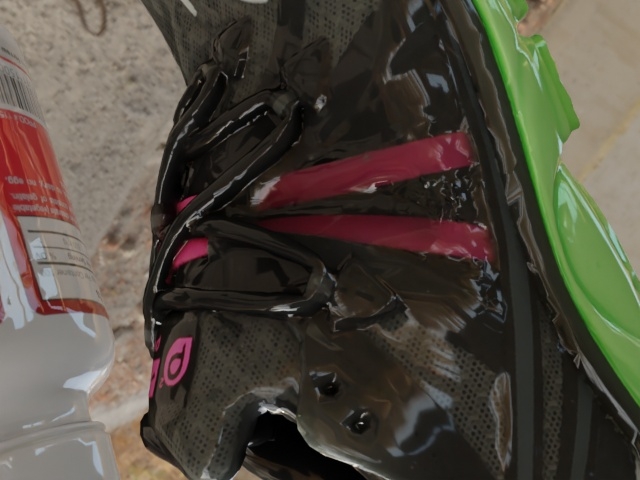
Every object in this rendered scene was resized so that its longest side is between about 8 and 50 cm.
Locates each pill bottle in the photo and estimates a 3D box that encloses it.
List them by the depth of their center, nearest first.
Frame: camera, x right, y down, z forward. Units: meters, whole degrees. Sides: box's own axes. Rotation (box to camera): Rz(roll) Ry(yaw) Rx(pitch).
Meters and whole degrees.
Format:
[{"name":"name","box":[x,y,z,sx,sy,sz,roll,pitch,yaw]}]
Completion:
[{"name":"pill bottle","box":[-0.304,0.033,0.766,0.229,0.407,0.229,-20,166,-5]}]

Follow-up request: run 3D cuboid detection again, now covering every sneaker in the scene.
[{"name":"sneaker","box":[0.000,0.000,0.406,0.202,0.483,0.185,-24,166,-17]}]
